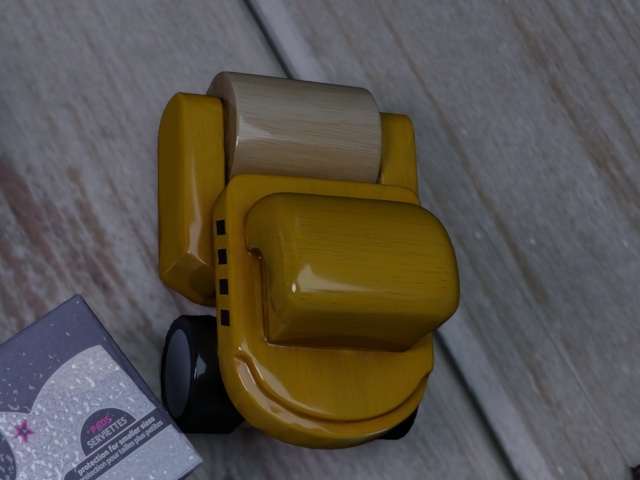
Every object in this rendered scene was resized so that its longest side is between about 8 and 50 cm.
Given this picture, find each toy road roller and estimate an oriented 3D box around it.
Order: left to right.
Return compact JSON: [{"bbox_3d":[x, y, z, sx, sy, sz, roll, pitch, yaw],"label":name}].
[{"bbox_3d":[0.000,0.000,1.440,0.203,0.240,0.329,5,68,-20],"label":"toy road roller"}]

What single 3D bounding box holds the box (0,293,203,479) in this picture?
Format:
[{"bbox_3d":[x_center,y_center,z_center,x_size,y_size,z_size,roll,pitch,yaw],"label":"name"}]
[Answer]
[{"bbox_3d":[-0.236,0.183,1.329,0.247,0.142,0.163,-35,84,-29],"label":"box"}]
